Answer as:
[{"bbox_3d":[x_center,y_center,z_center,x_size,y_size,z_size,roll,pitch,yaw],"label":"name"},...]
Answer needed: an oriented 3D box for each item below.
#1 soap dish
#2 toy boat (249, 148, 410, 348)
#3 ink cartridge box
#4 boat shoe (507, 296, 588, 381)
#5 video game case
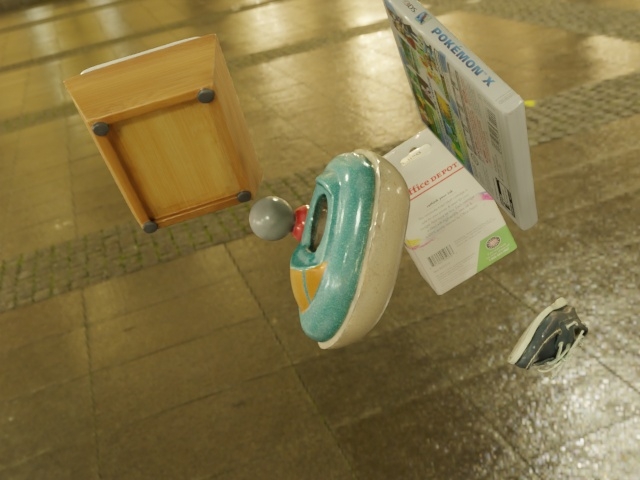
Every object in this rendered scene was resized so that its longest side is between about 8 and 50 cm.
[{"bbox_3d":[-0.226,-0.151,1.227,0.229,0.290,0.118,-17,49,-1],"label":"soap dish"},{"bbox_3d":[0.000,0.000,1.093,0.148,0.267,0.318,9,9,-18],"label":"toy boat"},{"bbox_3d":[0.243,-0.084,1.698,0.207,0.353,0.119,-32,27,1],"label":"ink cartridge box"},{"bbox_3d":[0.361,0.157,1.251,0.079,0.095,0.254,42,21,17],"label":"boat shoe"},{"bbox_3d":[0.218,-0.196,1.225,0.036,0.329,0.300,-35,58,-1],"label":"video game case"}]
